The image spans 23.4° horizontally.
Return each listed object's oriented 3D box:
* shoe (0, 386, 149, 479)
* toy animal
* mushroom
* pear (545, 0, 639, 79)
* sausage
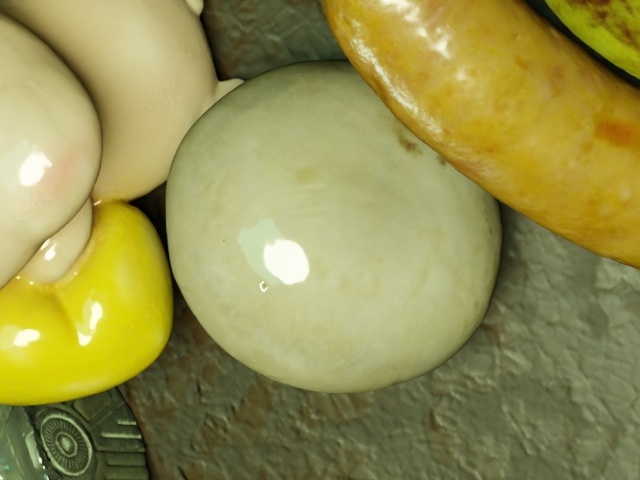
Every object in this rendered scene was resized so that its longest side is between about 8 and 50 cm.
[{"bbox_3d":[-0.231,0.119,1.066,0.149,0.109,0.293,-33,74,23],"label":"shoe"},{"bbox_3d":[-0.194,-0.051,0.907,0.345,0.247,0.277,-41,74,-8],"label":"toy animal"},{"bbox_3d":[0.000,0.000,0.919,0.204,0.204,0.204,3,96,25],"label":"mushroom"},{"bbox_3d":[0.214,-0.200,0.732,0.284,0.283,0.283,3,96,25],"label":"pear"},{"bbox_3d":[0.114,-0.076,0.836,0.270,0.109,0.109,35,111,-11],"label":"sausage"}]
